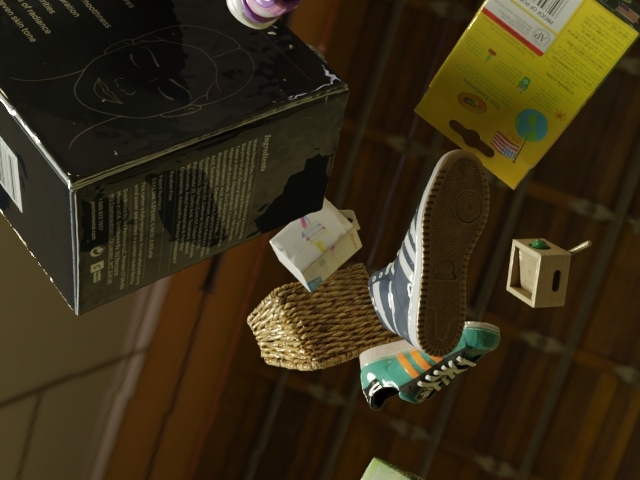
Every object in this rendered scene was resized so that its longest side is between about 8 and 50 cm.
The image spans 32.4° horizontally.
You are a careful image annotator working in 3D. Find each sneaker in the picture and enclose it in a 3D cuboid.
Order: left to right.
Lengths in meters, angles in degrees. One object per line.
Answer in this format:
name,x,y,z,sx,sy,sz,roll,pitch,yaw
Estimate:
sneaker,-0.033,-0.379,1.374,0.104,0.095,0.236,15,87,60
sneaker,0.146,0.011,1.538,0.153,0.099,0.282,-166,85,-67
sneaker,0.207,0.240,2.052,0.108,0.302,0.121,25,-128,-45

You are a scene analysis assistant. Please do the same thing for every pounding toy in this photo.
pounding toy,0.454,0.052,2.197,0.130,0.100,0.141,-140,51,-63

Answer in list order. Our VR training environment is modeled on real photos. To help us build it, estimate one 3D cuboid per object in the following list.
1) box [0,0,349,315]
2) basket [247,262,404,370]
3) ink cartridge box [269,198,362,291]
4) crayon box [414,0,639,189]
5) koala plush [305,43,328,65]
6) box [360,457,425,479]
box,-0.296,-0.211,1.752,0.472,0.480,0.297,-25,-33,-29
basket,0.004,0.219,2.596,0.299,0.223,0.213,-15,-22,-41
ink cartridge box,0.000,0.000,1.923,0.143,0.090,0.092,-42,-24,-9
crayon box,0.295,-0.250,1.572,0.081,0.202,0.318,-42,-10,-48
koala plush,-0.099,-0.377,2.571,0.221,0.196,0.203,5,-104,-47
box,0.251,0.497,1.951,0.058,0.322,0.232,-62,-31,-7
